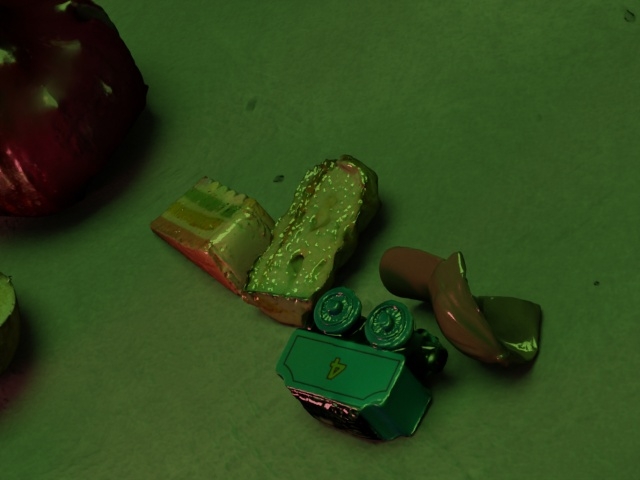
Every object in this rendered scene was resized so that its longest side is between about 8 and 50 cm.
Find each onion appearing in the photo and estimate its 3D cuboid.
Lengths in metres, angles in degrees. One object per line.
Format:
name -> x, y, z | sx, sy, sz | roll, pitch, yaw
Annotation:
onion -> -0.480, -0.242, 2.141 | 0.398, 0.420, 0.398 | -10, 58, 17

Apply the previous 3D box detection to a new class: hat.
hat -> 0.147, 0.088, 1.729 | 0.173, 0.166, 0.144 | -20, 51, 38

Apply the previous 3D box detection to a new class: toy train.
toy train -> 0.050, 0.145, 1.743 | 0.198, 0.107, 0.154 | 14, 67, 37

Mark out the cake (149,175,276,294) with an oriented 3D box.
cake -> -0.150, -0.026, 2.009 | 0.109, 0.090, 0.225 | -46, 45, -10

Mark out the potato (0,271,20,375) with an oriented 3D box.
potato -> -0.506, 0.147, 2.027 | 0.239, 0.116, 0.299 | -29, 33, -6

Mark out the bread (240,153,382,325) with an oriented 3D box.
bread -> 0.000, 0.000, 1.912 | 0.128, 0.088, 0.232 | 7, 62, 43
